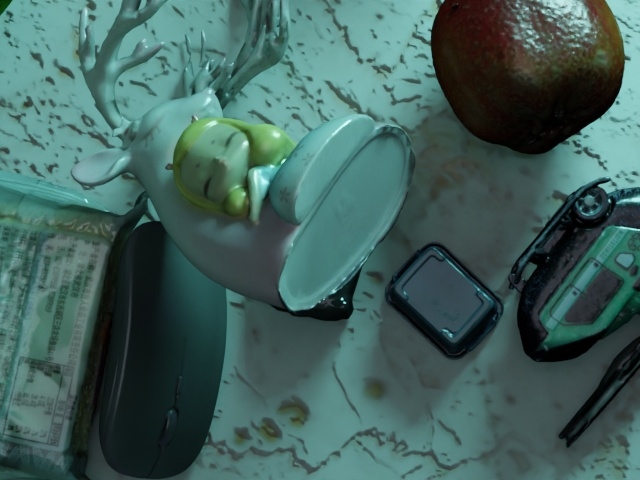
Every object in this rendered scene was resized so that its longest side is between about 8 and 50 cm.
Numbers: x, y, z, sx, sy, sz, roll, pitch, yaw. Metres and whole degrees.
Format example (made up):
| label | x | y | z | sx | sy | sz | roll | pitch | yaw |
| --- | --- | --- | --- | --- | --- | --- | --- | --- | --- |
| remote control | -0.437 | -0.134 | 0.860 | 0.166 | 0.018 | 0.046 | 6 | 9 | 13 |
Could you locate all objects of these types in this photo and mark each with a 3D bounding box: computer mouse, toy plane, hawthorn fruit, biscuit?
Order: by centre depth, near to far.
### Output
| label | x | y | z | sx | sy | sz | roll | pitch | yaw |
| --- | --- | --- | --- | --- | --- | --- | --- | --- | --- |
| toy plane | 0.293 | -0.004 | 1.678 | 0.155 | 0.106 | 0.382 | 40 | 87 | 3 |
| hawthorn fruit | 0.181 | -0.177 | 1.681 | 0.169 | 0.169 | 0.188 | -15 | 69 | 4 |
| computer mouse | -0.140 | 0.098 | 1.702 | 0.057 | 0.120 | 0.232 | -1 | 79 | 46 |
| biscuit | -0.266 | 0.091 | 1.729 | 0.186 | 0.079 | 0.309 | 8 | 84 | 9 |

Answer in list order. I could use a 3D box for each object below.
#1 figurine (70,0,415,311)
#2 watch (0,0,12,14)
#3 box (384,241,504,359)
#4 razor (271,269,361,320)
| label | x | y | z | sx | sy | sz | roll | pitch | yaw |
| --- | --- | --- | --- | --- | --- | --- | --- | --- | --- |
| figurine | -0.073 | -0.117 | 1.663 | 0.315 | 0.206 | 0.284 | 23 | 97 | 31 |
| watch | -0.344 | -0.204 | 1.734 | 0.131 | 0.165 | 0.152 | 45 | 107 | -2 |
| box | 0.111 | 0.053 | 1.707 | 0.099 | 0.054 | 0.074 | 43 | 90 | 9 |
| razor | 0.000 | 0.000 | 1.725 | 0.090 | 0.054 | 0.148 | 11 | 83 | 11 |
